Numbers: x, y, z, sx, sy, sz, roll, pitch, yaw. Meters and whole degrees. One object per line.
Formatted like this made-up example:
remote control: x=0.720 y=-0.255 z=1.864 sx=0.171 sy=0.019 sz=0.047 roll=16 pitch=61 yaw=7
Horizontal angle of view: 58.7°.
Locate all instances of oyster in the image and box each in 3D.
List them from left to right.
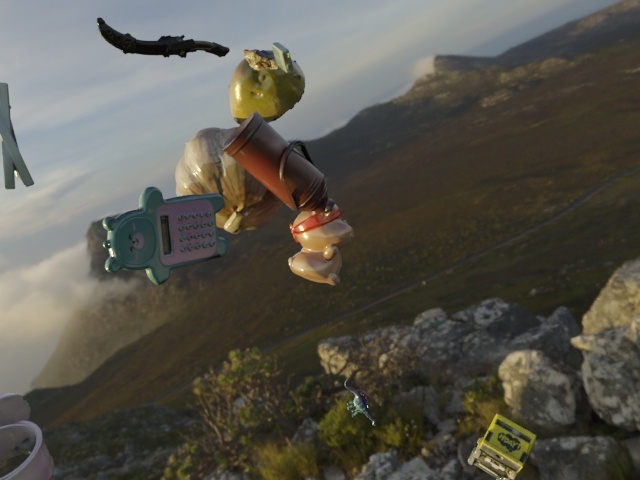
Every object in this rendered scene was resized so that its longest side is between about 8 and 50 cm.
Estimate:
oyster: x=-0.122 y=-0.375 z=1.171 sx=0.093 sy=0.034 sz=0.051 roll=13 pitch=43 yaw=6

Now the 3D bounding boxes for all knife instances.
knife: x=-0.235 y=-0.303 z=0.885 sx=0.222 sy=0.046 sz=0.021 roll=-4 pitch=6 yaw=-41

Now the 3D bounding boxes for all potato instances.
potato: x=-0.147 y=-0.378 z=1.342 sx=0.202 sy=0.182 sz=0.117 roll=-21 pitch=-26 yaw=12

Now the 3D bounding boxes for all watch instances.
watch: x=-0.745 y=0.499 z=1.338 sx=0.231 sy=0.196 sz=0.244 roll=10 pitch=34 yaw=30

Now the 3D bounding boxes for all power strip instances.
power strip: x=-0.069 y=-0.330 z=1.023 sx=0.016 sy=0.040 sz=0.090 roll=-20 pitch=32 yaw=-7

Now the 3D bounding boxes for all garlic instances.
garlic: x=-0.211 y=-0.160 z=1.448 sx=0.322 sy=0.322 sz=0.241 roll=-29 pitch=51 yaw=-19

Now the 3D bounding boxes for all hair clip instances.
hair clip: x=-0.345 y=-0.112 z=0.628 sx=0.030 sy=0.115 sz=0.039 roll=-14 pitch=-1 yaw=-19

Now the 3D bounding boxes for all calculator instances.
calculator: x=-0.146 y=-0.007 z=0.551 sx=0.019 sy=0.094 sz=0.141 roll=4 pitch=12 yaw=39

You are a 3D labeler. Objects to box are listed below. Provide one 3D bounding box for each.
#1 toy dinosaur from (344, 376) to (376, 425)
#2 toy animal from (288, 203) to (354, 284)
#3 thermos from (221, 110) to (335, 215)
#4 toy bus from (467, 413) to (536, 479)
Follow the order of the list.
toy dinosaur: x=0.132 y=0.565 z=1.971 sx=0.080 sy=0.197 sz=0.045 roll=-30 pitch=5 yaw=8
toy animal: x=0.000 y=0.000 z=1.389 sx=0.171 sy=0.198 sz=0.171 roll=10 pitch=4 yaw=-1
thermos: x=-0.067 y=-0.125 z=1.056 sx=0.124 sy=0.232 sz=0.099 roll=-22 pitch=33 yaw=51
toy bus: x=0.303 y=0.359 z=0.967 sx=0.081 sy=0.226 sz=0.074 roll=25 pitch=70 yaw=23
